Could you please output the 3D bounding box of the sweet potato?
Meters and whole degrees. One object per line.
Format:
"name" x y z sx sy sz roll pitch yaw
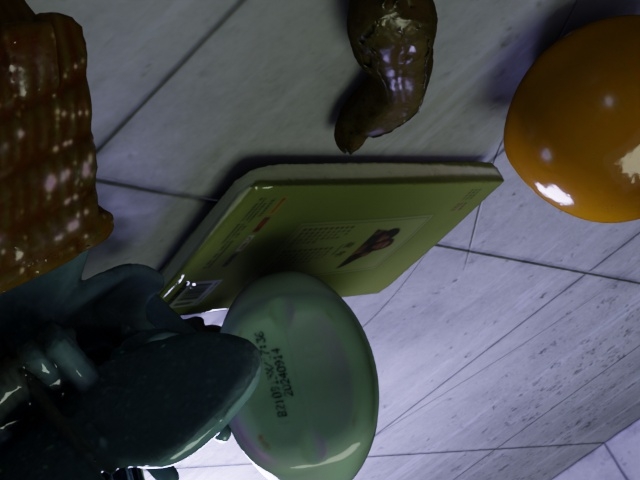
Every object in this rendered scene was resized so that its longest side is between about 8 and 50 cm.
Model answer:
"sweet potato" 0.056 -0.147 1.098 0.081 0.062 0.233 -8 155 -7

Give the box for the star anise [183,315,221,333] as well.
"star anise" -0.188 0.162 1.365 0.257 0.111 0.198 -38 167 36

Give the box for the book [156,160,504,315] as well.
"book" 0.000 0.000 1.345 0.352 0.035 0.239 -5 149 -43

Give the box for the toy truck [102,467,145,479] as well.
"toy truck" -0.307 0.300 1.534 0.191 0.085 0.116 0 152 -42

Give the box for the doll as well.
"doll" 0.298 -0.093 1.238 0.213 0.236 0.213 -25 153 -14

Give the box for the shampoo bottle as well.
"shampoo bottle" -0.020 0.151 1.361 0.151 0.222 0.349 -16 171 -3

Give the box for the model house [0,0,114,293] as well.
"model house" -0.252 -0.056 0.728 0.199 0.229 0.219 -26 163 -49

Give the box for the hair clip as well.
"hair clip" -0.227 0.137 1.043 0.318 0.392 0.238 -42 160 -12
